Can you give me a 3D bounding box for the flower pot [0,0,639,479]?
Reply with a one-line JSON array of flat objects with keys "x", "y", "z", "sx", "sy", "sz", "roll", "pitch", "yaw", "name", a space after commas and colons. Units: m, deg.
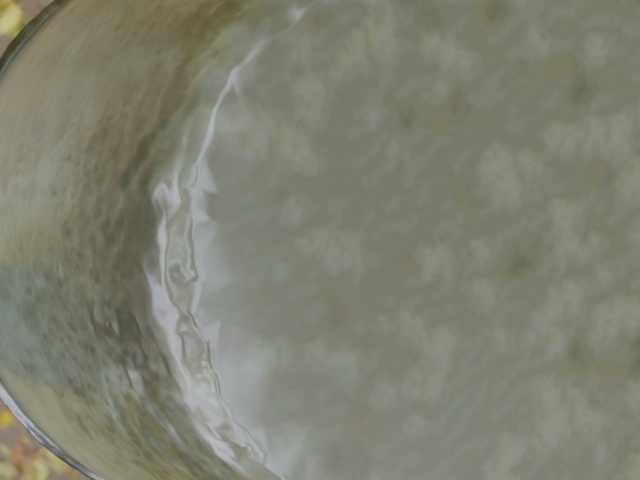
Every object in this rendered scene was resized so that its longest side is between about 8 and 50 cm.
[{"x": 0.000, "y": 0.000, "z": 0.689, "sx": 0.293, "sy": 0.293, "sz": 0.330, "roll": 50, "pitch": 170, "yaw": -12, "name": "flower pot"}]
